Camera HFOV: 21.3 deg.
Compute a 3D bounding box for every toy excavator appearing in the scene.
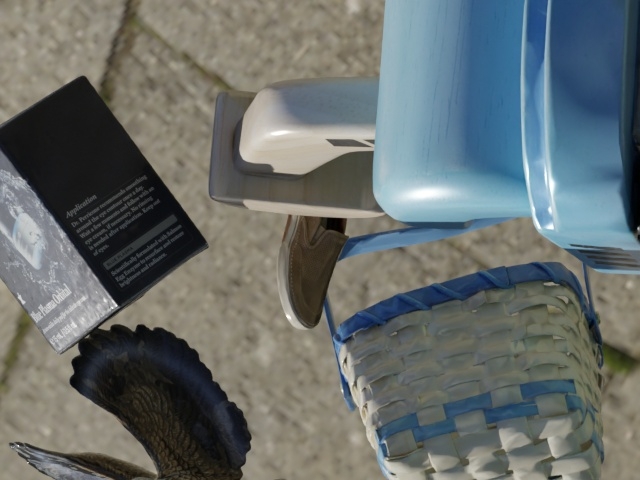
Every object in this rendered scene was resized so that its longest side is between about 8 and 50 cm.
[{"bbox_3d":[0.095,-0.082,1.000,0.445,0.222,0.433,4,175,17],"label":"toy excavator"}]

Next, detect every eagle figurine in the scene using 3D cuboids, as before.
[{"bbox_3d":[-0.179,0.261,1.906,0.298,0.226,0.225,47,163,25],"label":"eagle figurine"}]

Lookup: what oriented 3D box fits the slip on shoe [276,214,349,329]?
[{"bbox_3d":[0.000,0.000,1.292,0.041,0.135,0.051,0,167,33],"label":"slip on shoe"}]

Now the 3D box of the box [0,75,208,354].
[{"bbox_3d":[-0.189,-0.015,1.284,0.158,0.093,0.156,54,149,-1],"label":"box"}]

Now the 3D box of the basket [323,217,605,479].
[{"bbox_3d":[0.128,0.094,1.533,0.254,0.289,0.201,-14,144,11],"label":"basket"}]
